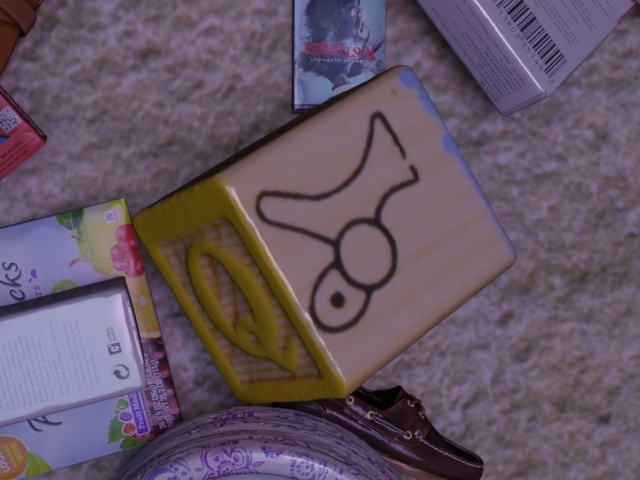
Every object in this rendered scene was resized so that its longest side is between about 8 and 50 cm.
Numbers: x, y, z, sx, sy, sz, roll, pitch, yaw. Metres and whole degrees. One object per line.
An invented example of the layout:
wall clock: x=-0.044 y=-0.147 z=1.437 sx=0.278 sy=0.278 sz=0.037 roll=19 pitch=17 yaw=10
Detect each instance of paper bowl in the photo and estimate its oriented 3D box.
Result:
paper bowl: x=-0.051 y=0.273 z=0.971 sx=0.284 sy=0.148 sz=0.284 roll=0 pitch=103 yaw=0

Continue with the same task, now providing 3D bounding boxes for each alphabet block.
alphabet block: x=0.000 y=0.000 z=0.945 sx=0.197 sy=0.193 sz=0.192 roll=-33 pitch=96 yaw=-29

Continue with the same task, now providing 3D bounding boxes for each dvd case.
dvd case: x=0.017 y=-0.174 z=1.061 sx=0.087 sy=0.013 sz=0.119 roll=1 pitch=92 yaw=-11

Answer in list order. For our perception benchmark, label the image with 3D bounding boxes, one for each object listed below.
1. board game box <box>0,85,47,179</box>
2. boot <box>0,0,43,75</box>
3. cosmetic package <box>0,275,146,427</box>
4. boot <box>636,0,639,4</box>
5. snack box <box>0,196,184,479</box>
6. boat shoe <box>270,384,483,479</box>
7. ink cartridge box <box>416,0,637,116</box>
board game box: x=-0.375 y=-0.047 z=0.940 sx=0.281 sy=0.027 sz=0.145 roll=-39 pitch=109 yaw=3
boot: x=-0.340 y=-0.276 z=0.953 sx=0.283 sy=0.109 sz=0.220 roll=24 pitch=91 yaw=-18
cosmetic package: x=-0.252 y=0.096 z=0.894 sx=0.231 sy=0.117 sz=0.085 roll=-13 pitch=94 yaw=-9
boot: x=0.314 y=-0.324 z=1.057 sx=0.262 sy=0.095 sz=0.203 roll=34 pitch=71 yaw=-16
snack box: x=-0.223 y=0.083 z=0.991 sx=0.175 sy=0.070 sz=0.207 roll=-14 pitch=93 yaw=-9
boat shoe: x=0.057 y=0.163 z=1.047 sx=0.207 sy=0.073 sz=0.073 roll=23 pitch=89 yaw=-11
ink cartridge box: x=0.167 y=-0.301 z=1.062 sx=0.261 sy=0.066 sz=0.296 roll=-43 pitch=100 yaw=-33
